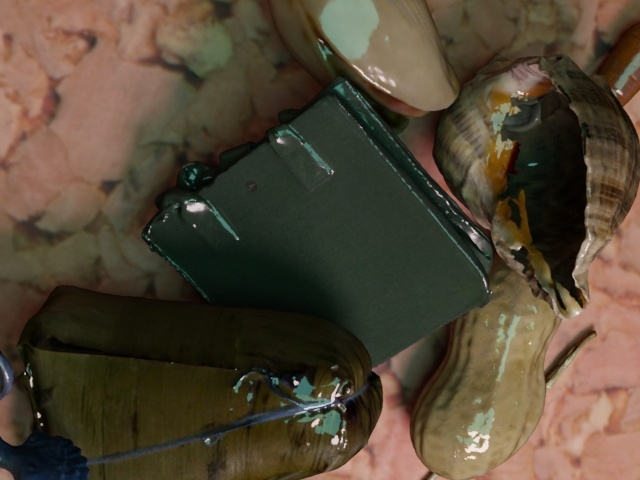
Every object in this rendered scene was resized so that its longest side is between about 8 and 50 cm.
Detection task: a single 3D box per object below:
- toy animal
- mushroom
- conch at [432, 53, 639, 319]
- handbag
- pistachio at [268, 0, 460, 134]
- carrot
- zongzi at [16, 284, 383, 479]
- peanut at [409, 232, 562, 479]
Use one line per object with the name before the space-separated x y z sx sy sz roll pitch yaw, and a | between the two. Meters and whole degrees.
toy animal | -0.328 0.163 1.555 0.176 0.255 0.239 -4 125 -36
mushroom | 0.180 0.191 1.806 0.286 0.026 0.028 -47 125 -6
conch | 0.224 -0.069 1.655 0.159 0.291 0.210 -1 145 -38
handbag | 0.000 0.002 1.624 0.247 0.079 0.260 -32 111 29
pistachio | 0.037 -0.195 1.633 0.144 0.144 0.215 -42 106 -6
carrot | 0.279 -0.129 1.768 0.048 0.048 0.216 33 94 -19
zongzi | -0.112 0.234 1.619 0.323 0.160 0.360 7 104 14
peanut | 0.176 0.118 1.744 0.123 0.123 0.256 24 89 -19
